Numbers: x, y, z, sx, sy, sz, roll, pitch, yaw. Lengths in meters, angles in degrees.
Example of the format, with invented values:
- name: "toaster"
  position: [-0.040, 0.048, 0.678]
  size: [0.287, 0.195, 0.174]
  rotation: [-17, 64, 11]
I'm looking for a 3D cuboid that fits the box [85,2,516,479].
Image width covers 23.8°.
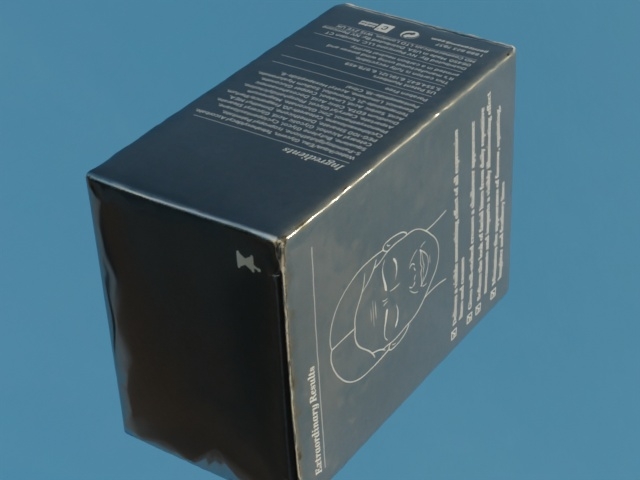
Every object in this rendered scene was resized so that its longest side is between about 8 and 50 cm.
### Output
- name: "box"
  position: [0.000, 0.000, 1.428]
  size: [0.212, 0.395, 0.293]
  rotation: [19, -51, 29]
